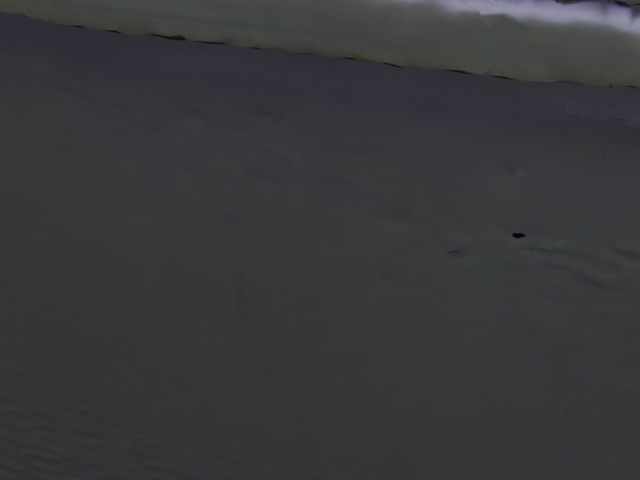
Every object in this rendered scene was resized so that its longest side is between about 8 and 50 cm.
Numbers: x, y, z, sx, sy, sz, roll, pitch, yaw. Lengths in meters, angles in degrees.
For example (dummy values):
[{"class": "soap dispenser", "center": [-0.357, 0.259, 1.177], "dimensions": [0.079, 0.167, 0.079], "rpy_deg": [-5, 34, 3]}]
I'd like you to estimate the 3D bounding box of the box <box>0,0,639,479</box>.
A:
[{"class": "box", "center": [0.041, -0.004, 0.526], "dimensions": [0.352, 0.177, 0.344], "rpy_deg": [7, 138, 9]}]
